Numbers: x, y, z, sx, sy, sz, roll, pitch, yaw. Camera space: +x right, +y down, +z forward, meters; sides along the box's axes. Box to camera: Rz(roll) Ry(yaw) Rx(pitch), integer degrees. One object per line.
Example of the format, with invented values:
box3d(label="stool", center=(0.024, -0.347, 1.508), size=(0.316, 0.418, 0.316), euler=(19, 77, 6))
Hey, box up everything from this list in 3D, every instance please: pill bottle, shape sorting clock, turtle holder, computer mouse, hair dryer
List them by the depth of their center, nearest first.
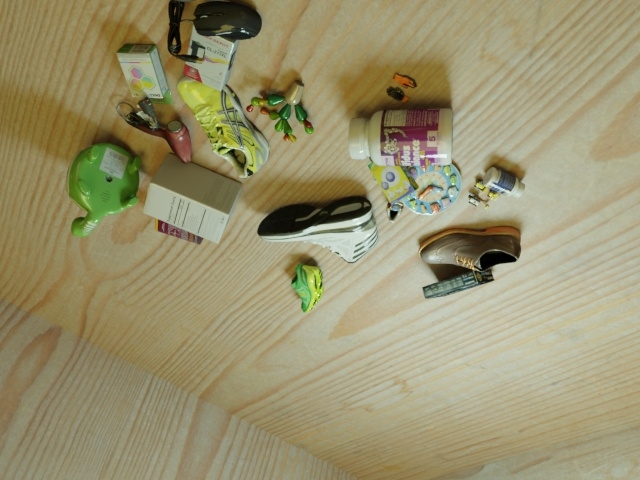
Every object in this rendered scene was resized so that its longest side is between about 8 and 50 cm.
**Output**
box3d(label="computer mouse", center=(-0.297, -0.573, 1.482), size=(0.261, 0.184, 0.060), euler=(7, 175, -4))
box3d(label="pill bottle", center=(0.241, -0.307, 1.625), size=(0.301, 0.169, 0.169), euler=(1, 135, 15))
box3d(label="pill bottle", center=(0.585, -0.181, 1.728), size=(0.120, 0.067, 0.067), euler=(22, 137, -7))
box3d(label="shape sorting clock", center=(0.360, -0.175, 1.782), size=(0.206, 0.040, 0.206), euler=(0, 123, 1))
box3d(label="hair dryer", center=(-0.537, -0.377, 1.854), size=(0.223, 0.080, 0.293), euler=(7, 145, 49))
box3d(label="turtle holder", center=(-0.793, -0.185, 1.964), size=(0.227, 0.243, 0.321), euler=(-1, 100, 45))

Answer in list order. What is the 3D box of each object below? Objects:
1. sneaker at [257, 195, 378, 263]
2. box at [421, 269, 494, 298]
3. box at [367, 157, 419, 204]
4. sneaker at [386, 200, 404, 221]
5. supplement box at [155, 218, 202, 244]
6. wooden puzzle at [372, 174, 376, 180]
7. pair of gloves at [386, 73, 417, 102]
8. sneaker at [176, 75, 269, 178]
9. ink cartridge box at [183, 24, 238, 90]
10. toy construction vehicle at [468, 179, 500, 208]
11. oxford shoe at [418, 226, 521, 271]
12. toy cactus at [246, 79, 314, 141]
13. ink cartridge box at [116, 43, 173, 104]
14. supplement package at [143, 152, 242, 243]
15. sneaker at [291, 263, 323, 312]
box3d(label="sneaker", center=(0.000, 0.001, 2.009), size=(0.447, 0.169, 0.258), euler=(-7, 131, 19))
box3d(label="box", center=(0.519, 0.164, 2.045), size=(0.220, 0.051, 0.175), euler=(-24, 165, 34))
box3d(label="box", center=(0.230, -0.218, 1.760), size=(0.105, 0.043, 0.179), euler=(-34, 85, 38))
box3d(label="sneaker", center=(0.266, -0.146, 1.844), size=(0.069, 0.084, 0.186), euler=(10, 137, 6))
box3d(label="supplement box", center=(-0.542, -0.070, 2.139), size=(0.188, 0.104, 0.081), euler=(18, 137, -3))
box3d(label="wooden puzzle", center=(0.201, -0.224, 1.838), size=(0.049, 0.006, 0.083), euler=(-3, 134, 19))
box3d(label="pair of gloves", center=(0.238, -0.448, 1.595), size=(0.074, 0.010, 0.083), euler=(22, 139, -9))
box3d(label="sneaker", center=(-0.311, -0.365, 1.738), size=(0.145, 0.147, 0.385), euler=(-23, 124, 36))
box3d(label="ink cartridge box", center=(-0.323, -0.552, 1.602), size=(0.127, 0.072, 0.175), euler=(23, 137, -7))
box3d(label="toy construction vehicle", center=(0.537, -0.153, 1.801), size=(0.098, 0.035, 0.086), euler=(24, 125, -13))
box3d(label="oxford shoe", center=(0.521, 0.042, 1.927), size=(0.363, 0.133, 0.130), euler=(-11, 131, 25))
box3d(label="toy cactus", center=(-0.109, -0.410, 1.681), size=(0.219, 0.112, 0.181), euler=(31, 126, -4))
box3d(label="ink cartridge box", center=(-0.552, -0.510, 1.719), size=(0.108, 0.062, 0.209), euler=(5, 136, 11))
box3d(label="supplement package", center=(-0.463, -0.152, 1.977), size=(0.292, 0.178, 0.175), euler=(23, 137, -8))
box3d(label="sneaker", center=(-0.057, 0.193, 2.291), size=(0.123, 0.109, 0.296), euler=(28, 142, 20))
